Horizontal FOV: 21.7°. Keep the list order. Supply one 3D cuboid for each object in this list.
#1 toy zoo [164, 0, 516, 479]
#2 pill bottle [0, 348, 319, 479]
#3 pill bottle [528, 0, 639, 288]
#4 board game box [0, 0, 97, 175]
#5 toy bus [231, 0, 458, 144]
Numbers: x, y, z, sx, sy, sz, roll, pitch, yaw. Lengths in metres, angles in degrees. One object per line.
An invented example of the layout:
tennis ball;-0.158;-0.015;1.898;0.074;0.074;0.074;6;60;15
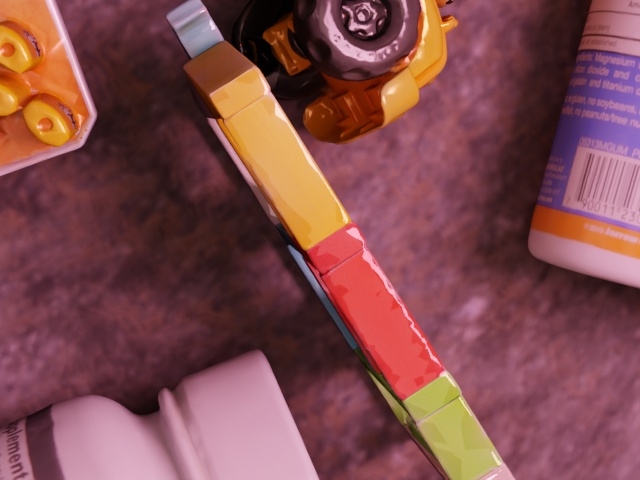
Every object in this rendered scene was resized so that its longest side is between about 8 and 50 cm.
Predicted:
toy zoo;0.000;0.000;0.903;0.030;0.192;0.293;-33;98;-3
pill bottle;-0.164;0.206;0.894;0.361;0.204;0.204;-23;96;-4
pill bottle;0.222;-0.102;0.940;0.152;0.152;0.272;15;92;-7
board game box;-0.362;-0.168;0.845;0.390;0.050;0.390;-19;100;2
toy bus;0.033;-0.192;0.929;0.211;0.149;0.220;-31;100;-19
